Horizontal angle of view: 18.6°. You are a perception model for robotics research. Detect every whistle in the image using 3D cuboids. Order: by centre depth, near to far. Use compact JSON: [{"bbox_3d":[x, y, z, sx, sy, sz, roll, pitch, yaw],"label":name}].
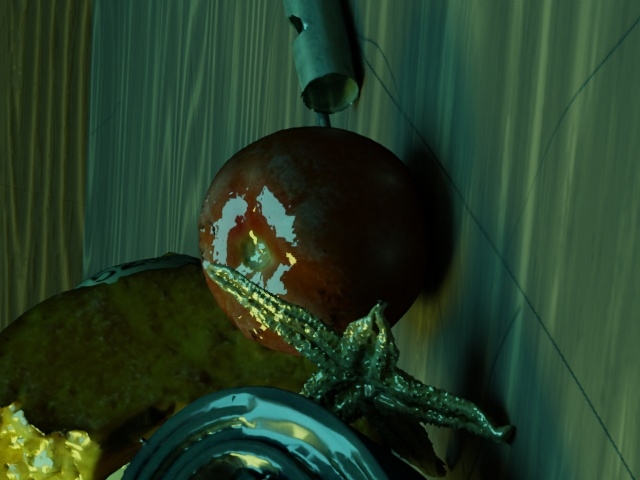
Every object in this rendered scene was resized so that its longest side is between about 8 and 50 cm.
[{"bbox_3d":[-0.013,-0.265,2.015,0.062,0.062,0.312,109,157,-50],"label":"whistle"}]

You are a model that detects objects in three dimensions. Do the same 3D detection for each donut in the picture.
[{"bbox_3d":[-0.123,0.234,1.876,0.163,0.378,0.435,90,155,-53],"label":"donut"}]

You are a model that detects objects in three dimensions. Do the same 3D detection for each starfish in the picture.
[{"bbox_3d":[0.024,0.120,1.607,0.048,0.295,0.231,-53,-19,-30],"label":"starfish"}]

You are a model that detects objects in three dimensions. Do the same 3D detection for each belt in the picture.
[{"bbox_3d":[-0.012,0.320,1.503,0.300,0.173,0.436,-38,45,13],"label":"belt"}]

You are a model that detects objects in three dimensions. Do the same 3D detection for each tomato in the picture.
[{"bbox_3d":[0.000,0.000,1.719,0.208,0.184,0.208,9,104,39],"label":"tomato"}]

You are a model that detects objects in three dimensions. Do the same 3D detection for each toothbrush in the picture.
[{"bbox_3d":[0.002,-0.126,2.053,0.014,0.011,0.167,100,163,-49],"label":"toothbrush"}]

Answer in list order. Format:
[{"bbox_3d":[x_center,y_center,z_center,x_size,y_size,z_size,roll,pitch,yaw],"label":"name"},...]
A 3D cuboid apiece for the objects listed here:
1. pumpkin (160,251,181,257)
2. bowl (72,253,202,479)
[{"bbox_3d":[-0.132,0.173,2.388,0.258,0.095,0.290,-162,73,-66],"label":"pumpkin"},{"bbox_3d":[-0.245,0.188,2.301,0.354,0.185,0.353,-8,81,63],"label":"bowl"}]
